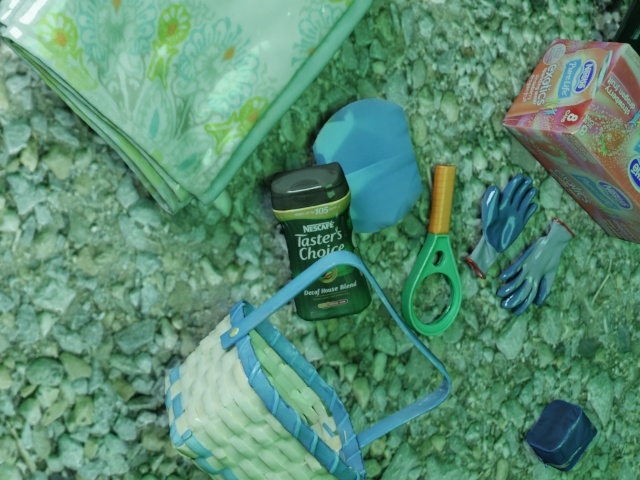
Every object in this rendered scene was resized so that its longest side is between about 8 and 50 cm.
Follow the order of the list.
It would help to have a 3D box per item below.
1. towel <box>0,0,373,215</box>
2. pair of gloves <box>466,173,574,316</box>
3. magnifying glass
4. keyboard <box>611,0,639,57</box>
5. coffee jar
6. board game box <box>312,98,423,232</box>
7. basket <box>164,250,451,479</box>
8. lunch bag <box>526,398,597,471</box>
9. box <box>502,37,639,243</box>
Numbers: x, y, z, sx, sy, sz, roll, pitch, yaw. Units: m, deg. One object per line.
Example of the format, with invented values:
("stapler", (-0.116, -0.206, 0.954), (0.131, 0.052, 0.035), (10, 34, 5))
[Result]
("towel", (-0.126, -0.252, 1.252), (0.374, 0.090, 0.320), (-54, 135, -13))
("pair of gloves", (0.276, 0.005, 1.651), (0.198, 0.023, 0.159), (43, 74, -34))
("magnifying glass", (0.155, 0.014, 1.570), (0.092, 0.026, 0.230), (-2, 101, -33))
("keyboard", (0.456, -0.305, 1.648), (0.108, 0.023, 0.180), (-9, 141, -27))
("coffee jar", (0.000, 0.000, 1.419), (0.096, 0.079, 0.184), (-10, 109, 8))
("board game box", (0.053, -0.094, 1.474), (0.133, 0.033, 0.168), (-24, 110, -21))
("basket", (-0.021, 0.166, 1.358), (0.289, 0.201, 0.254), (-31, 121, 10))
("lunch bag", (0.357, 0.293, 1.740), (0.098, 0.067, 0.065), (-50, 122, -13))
("box", (0.414, -0.129, 1.639), (0.300, 0.142, 0.154), (40, 78, -33))
